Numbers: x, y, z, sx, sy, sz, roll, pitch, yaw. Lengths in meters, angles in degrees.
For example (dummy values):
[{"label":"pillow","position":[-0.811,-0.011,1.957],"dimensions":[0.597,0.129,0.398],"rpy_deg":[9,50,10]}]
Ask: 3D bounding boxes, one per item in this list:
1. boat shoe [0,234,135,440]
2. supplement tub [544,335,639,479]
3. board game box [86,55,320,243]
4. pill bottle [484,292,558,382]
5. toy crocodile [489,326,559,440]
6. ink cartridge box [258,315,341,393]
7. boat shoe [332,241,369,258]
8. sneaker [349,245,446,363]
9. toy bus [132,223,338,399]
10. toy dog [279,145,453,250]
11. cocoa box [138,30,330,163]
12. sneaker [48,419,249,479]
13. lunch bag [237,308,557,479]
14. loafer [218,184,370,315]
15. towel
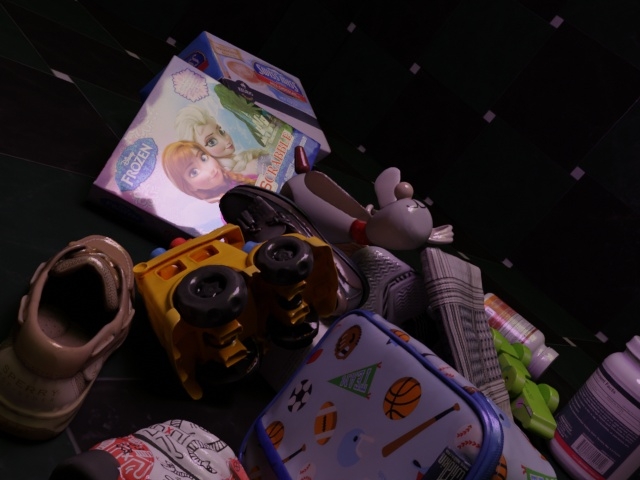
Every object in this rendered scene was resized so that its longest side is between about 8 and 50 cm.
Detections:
[{"label":"boat shoe","position":[-0.249,0.064,0.686],"dimensions":[0.122,0.110,0.341],"rpy_deg":[28,17,-18]},{"label":"supplement tub","position":[0.577,0.336,1.207],"dimensions":[0.191,0.272,0.191],"rpy_deg":[31,16,-10]},{"label":"board game box","position":[-0.186,-0.124,1.123],"dimensions":[0.318,0.066,0.318],"rpy_deg":[29,55,-16]},{"label":"pill bottle","position":[0.456,0.237,1.543],"dimensions":[0.216,0.121,0.121],"rpy_deg":[42,18,24]},{"label":"toy crocodile","position":[0.394,0.287,1.340],"dimensions":[0.115,0.105,0.340],"rpy_deg":[28,21,-20]},{"label":"ink cartridge box","position":[-0.031,0.132,0.932],"dimensions":[0.237,0.100,0.172],"rpy_deg":[43,19,30]},{"label":"boat shoe","position":[0.000,0.000,1.388],"dimensions":[0.277,0.098,0.096],"rpy_deg":[21,21,-35]},{"label":"sneaker","position":[0.112,0.107,1.131],"dimensions":[0.366,0.137,0.210],"rpy_deg":[49,-2,-40]},{"label":"toy bus","position":[-0.118,0.053,0.795],"dimensions":[0.220,0.149,0.211],"rpy_deg":[-28,45,-24]},{"label":"toy dog","position":[0.035,-0.073,0.996],"dimensions":[0.334,0.160,0.220],"rpy_deg":[2,6,31]},{"label":"cocoa box","position":[-0.188,-0.268,1.457],"dimensions":[0.347,0.231,0.227],"rpy_deg":[9,54,-56]},{"label":"sneaker","position":[-0.078,0.250,0.511],"dimensions":[0.270,0.090,0.145],"rpy_deg":[37,18,20]},{"label":"lunch bag","position":[0.043,0.209,0.570],"dimensions":[0.115,0.243,0.303],"rpy_deg":[41,-2,-24]},{"label":"loafer","position":[-0.048,0.009,0.917],"dimensions":[0.268,0.096,0.084],"rpy_deg":[38,22,14]},{"label":"towel","position":[0.259,0.180,1.065],"dimensions":[0.324,0.056,0.312],"rpy_deg":[25,50,-64]}]
